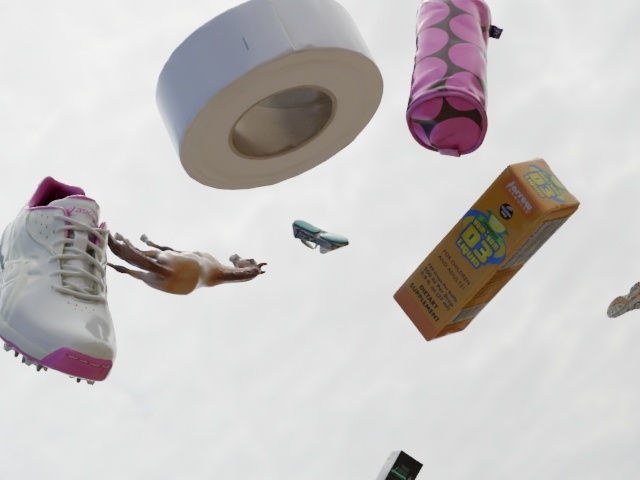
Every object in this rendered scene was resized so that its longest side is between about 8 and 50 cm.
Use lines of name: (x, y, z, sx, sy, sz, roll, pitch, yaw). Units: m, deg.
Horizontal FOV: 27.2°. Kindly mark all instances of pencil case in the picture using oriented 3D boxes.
pencil case: (0.135, -0.171, 1.357, 0.209, 0.095, 0.098, -77, -6, -49)

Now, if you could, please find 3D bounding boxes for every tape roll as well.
tape roll: (-0.065, -0.188, 1.706, 0.286, 0.100, 0.286, -19, -27, -10)

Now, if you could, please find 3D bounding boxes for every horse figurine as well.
horse figurine: (-0.211, 0.033, 1.894, 0.263, 0.175, 0.066, 4, -75, -67)

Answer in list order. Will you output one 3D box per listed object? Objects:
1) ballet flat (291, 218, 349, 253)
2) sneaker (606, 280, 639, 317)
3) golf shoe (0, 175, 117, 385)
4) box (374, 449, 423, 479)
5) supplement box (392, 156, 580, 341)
ballet flat: (0.000, 0.000, 2.145, 0.041, 0.114, 0.041, -30, -49, -42)
sneaker: (0.456, 0.094, 1.935, 0.037, 0.032, 0.083, 27, -46, -24)
golf shoe: (-0.255, 0.031, 1.280, 0.115, 0.306, 0.140, 21, -79, -30)
box: (0.135, 0.424, 2.367, 0.083, 0.052, 0.062, -58, 7, -19)
supplement box: (0.184, 0.012, 1.493, 0.080, 0.078, 0.233, -10, -34, -49)
